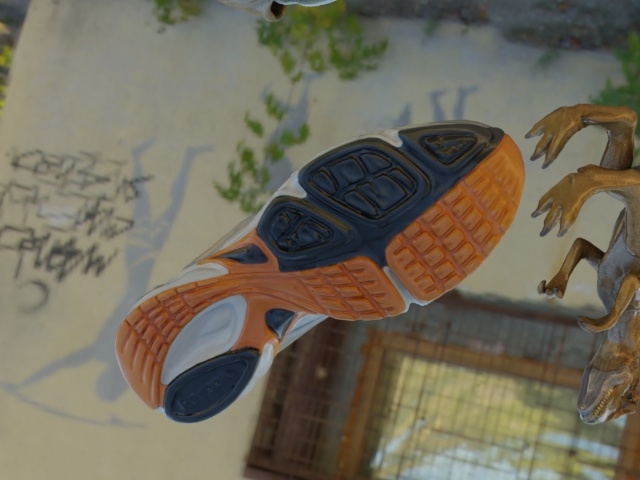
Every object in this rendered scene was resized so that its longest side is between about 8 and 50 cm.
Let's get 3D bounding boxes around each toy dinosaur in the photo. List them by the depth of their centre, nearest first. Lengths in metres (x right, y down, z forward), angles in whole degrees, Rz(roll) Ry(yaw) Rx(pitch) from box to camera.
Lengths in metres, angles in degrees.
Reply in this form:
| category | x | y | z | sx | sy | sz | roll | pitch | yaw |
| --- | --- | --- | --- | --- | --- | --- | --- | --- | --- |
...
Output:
| category | x | y | z | sx | sy | sz | roll | pitch | yaw |
| --- | --- | --- | --- | --- | --- | --- | --- | --- | --- |
| toy dinosaur | 0.149 | -0.023 | 0.519 | 0.112 | 0.211 | 0.064 | 21 | -159 | -22 |

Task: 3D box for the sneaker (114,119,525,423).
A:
| category | x | y | z | sx | sy | sz | roll | pitch | yaw |
| --- | --- | --- | --- | --- | --- | --- | --- | --- | --- |
| sneaker | 0.000 | 0.000 | 0.698 | 0.262 | 0.099 | 0.121 | -29 | -169 | 24 |

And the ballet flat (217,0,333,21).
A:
| category | x | y | z | sx | sy | sz | roll | pitch | yaw |
| --- | --- | --- | --- | --- | --- | --- | --- | --- | --- |
| ballet flat | 0.007 | -0.272 | 1.049 | 0.124 | 0.116 | 0.342 | 34 | 151 | -19 |
